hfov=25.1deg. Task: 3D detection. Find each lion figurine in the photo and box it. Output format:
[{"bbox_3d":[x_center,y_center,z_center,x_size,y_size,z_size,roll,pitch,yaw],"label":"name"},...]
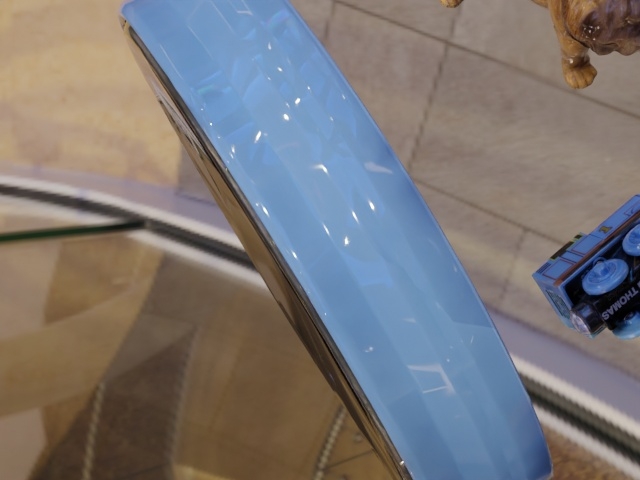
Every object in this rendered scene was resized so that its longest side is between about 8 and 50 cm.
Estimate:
[{"bbox_3d":[0.199,-0.288,1.386,0.392,0.240,0.142,30,78,17],"label":"lion figurine"}]

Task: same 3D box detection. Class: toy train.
[{"bbox_3d":[0.278,0.011,1.255,0.080,0.184,0.105,54,170,-23],"label":"toy train"}]

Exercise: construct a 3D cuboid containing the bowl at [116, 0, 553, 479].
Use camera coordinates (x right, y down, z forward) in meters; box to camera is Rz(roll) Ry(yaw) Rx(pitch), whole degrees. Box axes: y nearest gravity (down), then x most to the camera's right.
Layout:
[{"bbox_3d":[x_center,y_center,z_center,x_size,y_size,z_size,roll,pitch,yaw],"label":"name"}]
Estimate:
[{"bbox_3d":[0.000,0.000,0.870,0.077,0.391,0.391,-32,74,-5],"label":"bowl"}]
